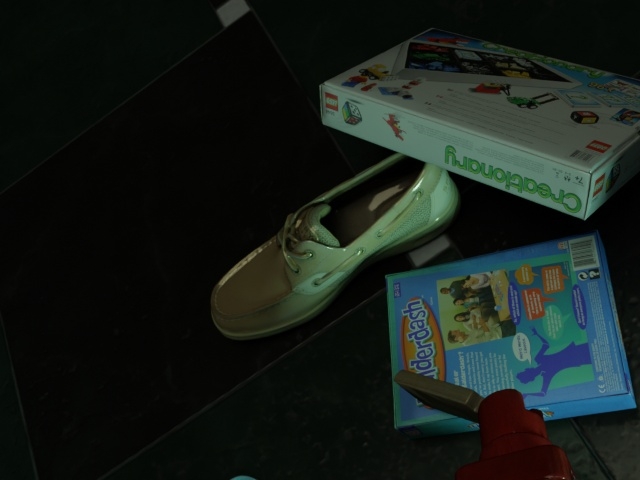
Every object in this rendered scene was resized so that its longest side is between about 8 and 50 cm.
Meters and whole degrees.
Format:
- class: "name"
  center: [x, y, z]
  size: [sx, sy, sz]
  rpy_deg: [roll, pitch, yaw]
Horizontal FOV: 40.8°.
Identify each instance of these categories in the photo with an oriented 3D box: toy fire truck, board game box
- class: "toy fire truck"
  center: [0.152, 0.205, 0.666]
  size: [0.158, 0.217, 0.246]
  rpy_deg: [-20, 34, 18]
- class: "board game box"
  center: [0.175, -0.131, 0.856]
  size: [0.305, 0.053, 0.193]
  rpy_deg: [26, 44, 36]
- class: "board game box"
  center: [0.169, 0.090, 0.802]
  size: [0.210, 0.047, 0.160]
  rpy_deg: [-13, 60, 21]

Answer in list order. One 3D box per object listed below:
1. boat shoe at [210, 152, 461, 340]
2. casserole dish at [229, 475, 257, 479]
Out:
- class: "boat shoe"
  center: [0.000, 0.000, 0.907]
  size: [0.302, 0.098, 0.109]
  rpy_deg: [-30, 54, 11]
- class: "casserole dish"
  center: [-0.053, 0.308, 0.808]
  size: [0.188, 0.037, 0.114]
  rpy_deg: [36, 84, 36]
